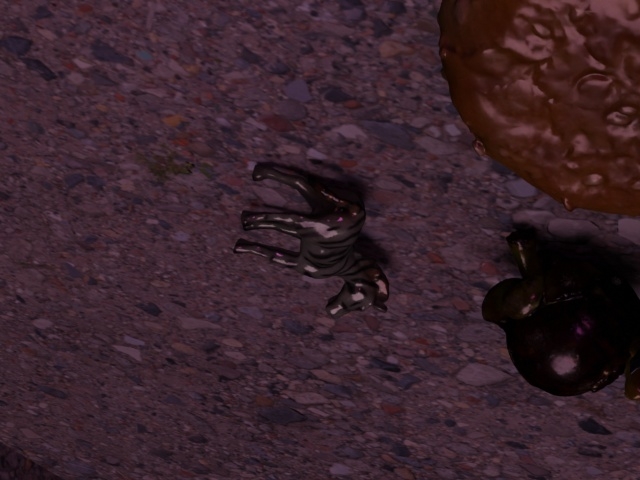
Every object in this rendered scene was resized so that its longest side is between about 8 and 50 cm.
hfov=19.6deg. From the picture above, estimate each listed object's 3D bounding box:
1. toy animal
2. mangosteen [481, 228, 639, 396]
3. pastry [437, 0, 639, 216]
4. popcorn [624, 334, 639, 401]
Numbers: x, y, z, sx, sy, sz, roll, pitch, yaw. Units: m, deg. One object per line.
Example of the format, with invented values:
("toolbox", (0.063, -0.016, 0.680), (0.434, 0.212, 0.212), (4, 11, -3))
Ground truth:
("toy animal", (-0.017, 0.000, 2.160), (0.170, 0.089, 0.255), (4, 155, 14))
("mangosteen", (0.275, 0.089, 2.098), (0.184, 0.172, 0.172), (35, 162, 23))
("pastry", (0.245, -0.172, 1.534), (0.285, 0.184, 0.315), (-4, 136, 24))
("popcorn", (0.428, 0.109, 1.983), (0.168, 0.195, 0.173), (7, 149, 37))
